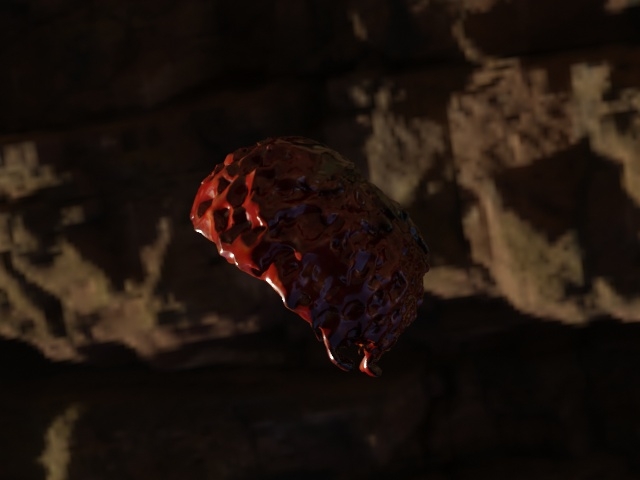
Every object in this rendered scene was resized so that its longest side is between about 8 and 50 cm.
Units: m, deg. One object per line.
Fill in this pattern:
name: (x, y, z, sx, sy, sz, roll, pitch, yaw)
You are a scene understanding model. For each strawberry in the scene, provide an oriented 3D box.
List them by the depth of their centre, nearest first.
strawberry: (0.000, 0.000, 0.886, 0.086, 0.145, 0.145, -48, -168, -1)
